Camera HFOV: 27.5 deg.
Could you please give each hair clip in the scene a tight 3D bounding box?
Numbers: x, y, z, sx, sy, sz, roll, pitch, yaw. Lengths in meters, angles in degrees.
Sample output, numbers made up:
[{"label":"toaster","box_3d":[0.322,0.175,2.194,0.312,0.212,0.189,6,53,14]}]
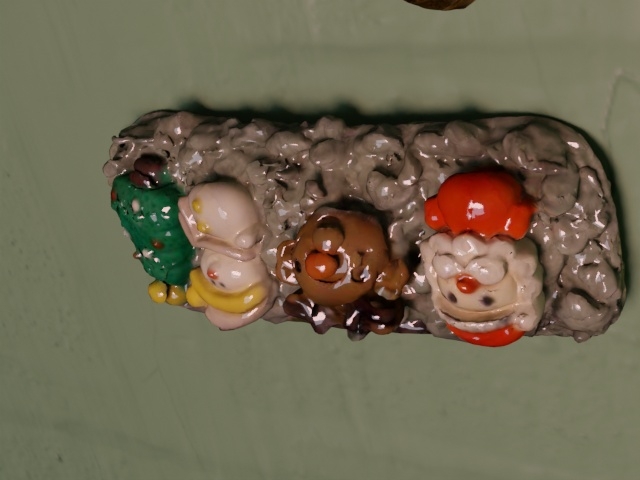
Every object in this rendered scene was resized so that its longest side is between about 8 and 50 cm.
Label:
[{"label":"hair clip","box_3d":[-0.002,0.001,0.706,0.321,0.091,0.138,2,120,34]}]

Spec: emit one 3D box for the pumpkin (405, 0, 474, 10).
[{"label":"pumpkin","box_3d":[0.039,-0.136,0.617,0.083,0.028,0.050,30,134,8]}]
